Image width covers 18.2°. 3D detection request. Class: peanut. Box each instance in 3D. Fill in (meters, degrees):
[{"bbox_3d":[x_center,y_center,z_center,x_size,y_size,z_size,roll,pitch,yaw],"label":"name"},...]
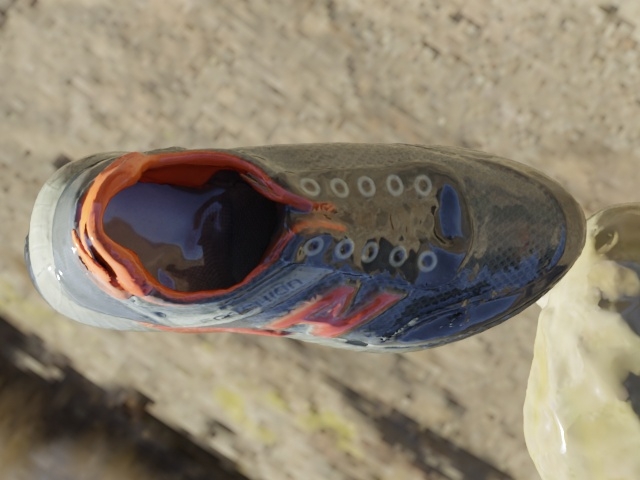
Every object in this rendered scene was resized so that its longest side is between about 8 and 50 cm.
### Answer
[{"bbox_3d":[0.233,0.138,1.242,0.340,0.174,0.158,62,157,-9],"label":"peanut"}]

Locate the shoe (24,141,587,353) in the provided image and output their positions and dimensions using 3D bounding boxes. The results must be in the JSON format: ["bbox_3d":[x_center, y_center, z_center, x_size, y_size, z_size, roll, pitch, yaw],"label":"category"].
[{"bbox_3d":[0.002,0.000,0.663,0.194,0.074,0.077,0,175,-13],"label":"shoe"}]
